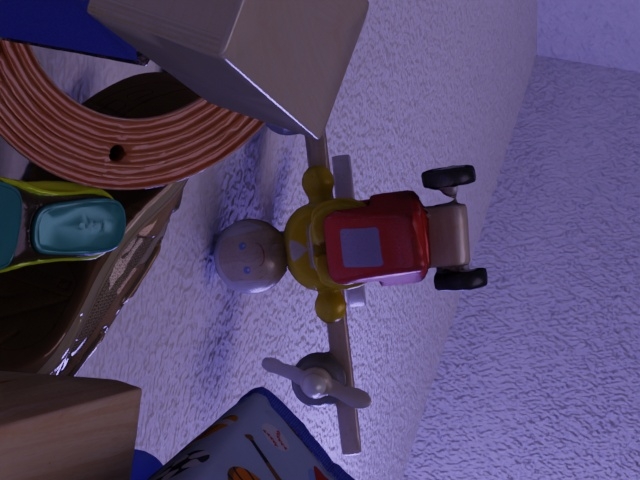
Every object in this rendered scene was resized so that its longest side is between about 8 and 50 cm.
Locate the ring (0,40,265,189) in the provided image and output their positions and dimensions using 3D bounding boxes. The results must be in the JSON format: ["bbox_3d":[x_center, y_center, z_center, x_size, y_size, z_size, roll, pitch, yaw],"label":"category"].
[{"bbox_3d":[-0.140,-0.204,1.458,0.336,0.032,0.336,-11,110,-32],"label":"ring"}]

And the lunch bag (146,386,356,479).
[{"bbox_3d":[-0.136,0.351,1.456,0.385,0.239,0.328,-44,178,18],"label":"lunch bag"}]

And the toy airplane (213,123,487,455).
[{"bbox_3d":[0.000,0.000,2.181,0.384,0.272,0.386,102,-27,-46],"label":"toy airplane"}]

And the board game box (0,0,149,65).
[{"bbox_3d":[-0.176,-0.278,1.204,0.141,0.232,0.291,85,21,-50],"label":"board game box"}]

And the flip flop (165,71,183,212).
[{"bbox_3d":[-0.112,-0.158,1.870,0.112,0.080,0.277,41,61,-74],"label":"flip flop"}]

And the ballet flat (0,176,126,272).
[{"bbox_3d":[-0.245,-0.015,1.433,0.231,0.077,0.077,2,99,-57],"label":"ballet flat"}]

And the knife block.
[{"bbox_3d":[-0.248,0.161,1.273,0.242,0.275,0.088,-136,-127,-71],"label":"knife block"}]

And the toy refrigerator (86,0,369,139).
[{"bbox_3d":[-0.051,-0.143,1.141,0.269,0.094,0.102,28,82,-76],"label":"toy refrigerator"}]

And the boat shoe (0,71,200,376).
[{"bbox_3d":[-0.198,-0.002,1.598,0.341,0.121,0.110,-58,162,-31],"label":"boat shoe"}]

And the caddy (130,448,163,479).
[{"bbox_3d":[-0.153,0.368,1.800,0.179,0.241,0.341,-64,160,-65],"label":"caddy"}]
